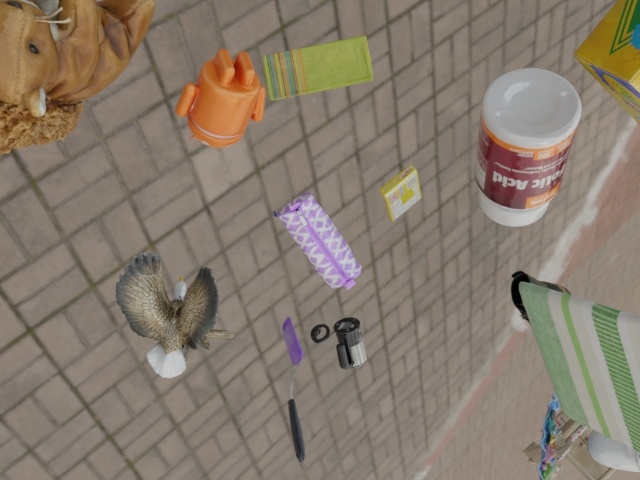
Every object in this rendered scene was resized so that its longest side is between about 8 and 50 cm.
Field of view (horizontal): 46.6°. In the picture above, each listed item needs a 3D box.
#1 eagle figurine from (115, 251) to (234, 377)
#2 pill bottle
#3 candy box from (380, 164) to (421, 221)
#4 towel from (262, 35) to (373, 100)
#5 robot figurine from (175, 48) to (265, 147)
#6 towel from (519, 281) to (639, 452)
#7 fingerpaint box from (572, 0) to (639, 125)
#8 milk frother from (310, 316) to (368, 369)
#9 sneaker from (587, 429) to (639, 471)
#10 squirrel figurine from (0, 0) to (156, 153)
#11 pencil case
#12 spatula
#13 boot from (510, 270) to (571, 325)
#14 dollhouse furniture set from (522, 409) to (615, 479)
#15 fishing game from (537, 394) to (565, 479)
[{"bbox_3d":[-0.356,0.174,1.819,0.226,0.225,0.298,-28,156,-14],"label":"eagle figurine"},{"bbox_3d":[0.497,-0.213,1.838,0.224,0.224,0.392,-42,153,-16],"label":"pill bottle"},{"bbox_3d":[0.210,-0.120,1.927,0.105,0.027,0.206,-38,160,-2],"label":"candy box"},{"bbox_3d":[-0.006,-0.381,1.649,0.237,0.021,0.102,-10,110,4],"label":"towel"},{"bbox_3d":[-0.195,-0.278,1.507,0.158,0.128,0.219,-43,167,-46],"label":"robot figurine"},{"bbox_3d":[0.400,0.179,0.895,0.038,0.324,0.248,-36,116,-21],"label":"towel"},{"bbox_3d":[0.728,-0.340,1.327,0.444,0.163,0.371,28,106,-35],"label":"fingerpaint box"},{"bbox_3d":[0.057,0.318,2.286,0.129,0.143,0.135,-36,124,-38],"label":"milk frother"},{"bbox_3d":[0.603,0.344,1.264,0.169,0.292,0.108,28,57,-64],"label":"sneaker"},{"bbox_3d":[-0.520,-0.297,1.335,0.281,0.370,0.397,25,117,-12],"label":"squirrel figurine"},{"bbox_3d":[0.000,0.000,1.478,0.086,0.088,0.206,-39,103,-7],"label":"pencil case"},{"bbox_3d":[-0.054,0.309,1.544,0.030,0.297,0.084,3,155,-16],"label":"spatula"},{"bbox_3d":[0.364,0.152,1.200,0.076,0.198,0.137,-33,142,33],"label":"boot"},{"bbox_3d":[0.619,0.418,1.607,0.303,0.174,0.355,-41,163,-9],"label":"dollhouse furniture set"},{"bbox_3d":[0.405,0.359,1.291,0.189,0.041,0.264,59,43,-54],"label":"fishing game"}]
